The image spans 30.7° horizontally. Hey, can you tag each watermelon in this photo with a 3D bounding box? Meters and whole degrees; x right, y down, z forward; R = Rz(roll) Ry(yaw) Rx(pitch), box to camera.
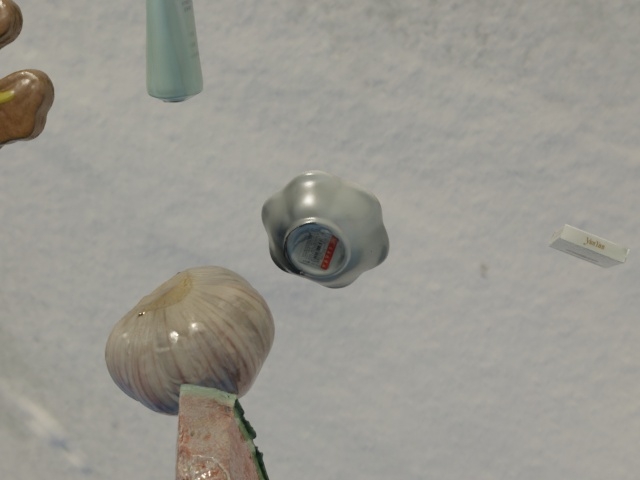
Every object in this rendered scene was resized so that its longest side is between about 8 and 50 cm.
[{"bbox_3d":[-0.117,0.316,1.400,0.148,0.318,0.226,0,153,-1],"label":"watermelon"}]

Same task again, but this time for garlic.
[{"bbox_3d":[-0.232,0.196,2.173,0.317,0.317,0.259,-19,113,50],"label":"garlic"}]

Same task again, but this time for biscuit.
[{"bbox_3d":[-0.421,-0.143,1.257,0.295,0.044,0.186,-29,80,23],"label":"biscuit"}]

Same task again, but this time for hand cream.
[{"bbox_3d":[-0.181,-0.317,1.348,0.067,0.109,0.321,3,110,16],"label":"hand cream"}]

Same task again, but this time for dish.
[{"bbox_3d":[0.000,0.000,1.953,0.229,0.081,0.229,5,120,9],"label":"dish"}]

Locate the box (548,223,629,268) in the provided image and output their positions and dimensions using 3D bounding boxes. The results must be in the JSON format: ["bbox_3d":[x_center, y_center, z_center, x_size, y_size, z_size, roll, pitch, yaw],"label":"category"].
[{"bbox_3d":[0.360,0.010,1.580,0.090,0.024,0.167,22,179,7],"label":"box"}]
